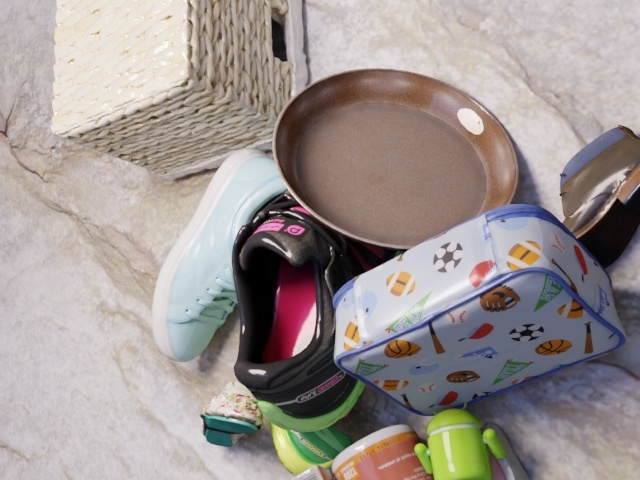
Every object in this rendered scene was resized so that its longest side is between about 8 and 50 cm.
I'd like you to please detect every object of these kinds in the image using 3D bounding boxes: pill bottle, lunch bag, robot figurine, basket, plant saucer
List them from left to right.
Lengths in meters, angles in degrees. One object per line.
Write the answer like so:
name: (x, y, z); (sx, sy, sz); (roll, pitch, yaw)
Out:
basket: (-0.224, -0.306, 1.236); (0.332, 0.266, 0.328); (-12, 74, 34)
plant saucer: (0.093, -0.101, 0.981); (0.310, 0.311, 0.050); (57, 154, 29)
pill bottle: (0.110, 0.349, 0.952); (0.121, 0.121, 0.216); (-42, 59, 24)
robot figurine: (0.162, 0.251, 0.906); (0.101, 0.067, 0.115); (-20, 56, 22)
lunch bag: (0.174, 0.096, 0.884); (0.303, 0.243, 0.114); (-28, 46, 31)

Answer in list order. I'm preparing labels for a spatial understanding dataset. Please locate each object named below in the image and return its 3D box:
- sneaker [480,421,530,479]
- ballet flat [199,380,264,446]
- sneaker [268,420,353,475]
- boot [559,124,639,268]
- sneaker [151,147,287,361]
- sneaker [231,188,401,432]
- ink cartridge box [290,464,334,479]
sneaker: (0.211, 0.295, 0.929); (0.070, 0.051, 0.134); (-39, 54, 22)
ballet flat: (-0.131, 0.247, 1.125); (0.241, 0.091, 0.077); (131, 156, -63)
sneaker: (-0.026, 0.190, 1.114); (0.124, 0.109, 0.295); (-20, 63, 4)
boot: (0.315, -0.034, 0.910); (0.219, 0.082, 0.106); (-47, 36, 27)
sneaker: (-0.142, 0.041, 1.191); (0.150, 0.135, 0.365); (30, 101, 41)
sneaker: (0.000, 0.000, 1.013); (0.185, 0.202, 0.482); (-5, 62, 27)
ink cartridge box: (0.035, 0.370, 0.986); (0.045, 0.179, 0.145); (-32, 62, 6)
